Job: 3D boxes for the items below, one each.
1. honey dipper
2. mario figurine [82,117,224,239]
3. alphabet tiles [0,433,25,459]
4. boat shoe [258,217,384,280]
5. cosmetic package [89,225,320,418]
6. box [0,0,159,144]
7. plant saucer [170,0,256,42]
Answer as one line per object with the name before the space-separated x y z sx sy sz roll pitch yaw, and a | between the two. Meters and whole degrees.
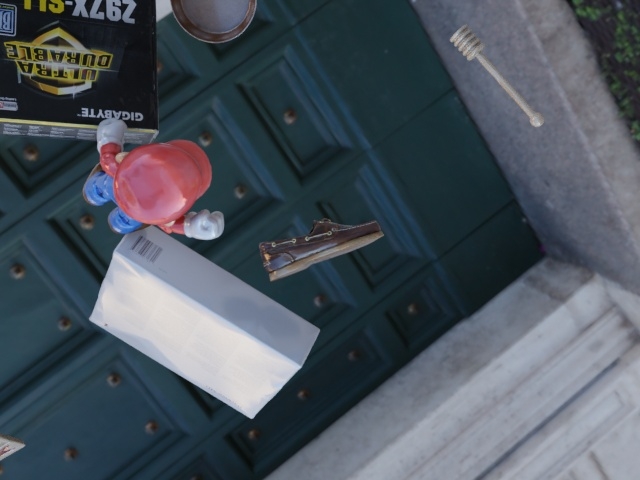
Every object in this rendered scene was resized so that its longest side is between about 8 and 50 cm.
honey dipper | 0.230 -0.208 1.070 0.161 0.030 0.030 48 171 4
mario figurine | -0.249 -0.093 1.290 0.198 0.170 0.320 16 169 -28
alphabet tiles | -0.486 0.293 0.862 0.011 0.342 0.285 58 168 14
boat shoe | 0.000 0.000 1.388 0.073 0.207 0.073 108 142 -78
cosmetic package | -0.224 0.155 1.545 0.377 0.097 0.284 33 140 -4
box | -0.431 -0.297 1.364 0.079 0.322 0.257 149 120 -62
plant saucer | -0.202 -0.464 1.595 0.168 0.168 0.029 55 -165 -12
